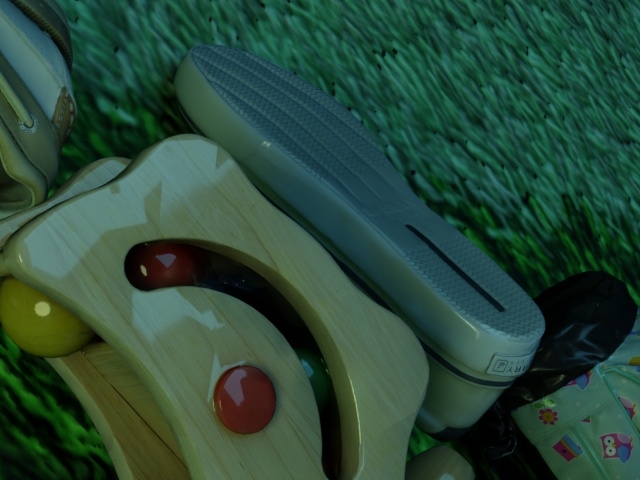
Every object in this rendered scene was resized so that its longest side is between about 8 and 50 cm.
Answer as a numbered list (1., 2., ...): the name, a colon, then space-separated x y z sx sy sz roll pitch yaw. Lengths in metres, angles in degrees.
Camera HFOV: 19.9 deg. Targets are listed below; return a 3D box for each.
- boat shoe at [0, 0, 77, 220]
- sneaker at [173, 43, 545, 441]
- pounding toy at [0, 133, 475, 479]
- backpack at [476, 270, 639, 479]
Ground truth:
1. boat shoe: -0.217 -0.105 0.731 0.302 0.113 0.103 28 36 -38
2. sneaker: 0.000 0.000 0.949 0.094 0.091 0.258 -6 46 -49
3. pounding toy: -0.057 0.084 0.803 0.269 0.155 0.154 44 62 -21
4. backpack: 0.177 0.116 1.046 0.182 0.115 0.152 56 30 -5
